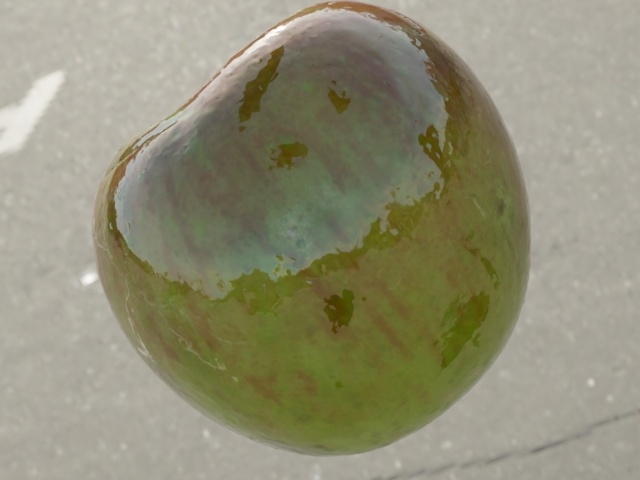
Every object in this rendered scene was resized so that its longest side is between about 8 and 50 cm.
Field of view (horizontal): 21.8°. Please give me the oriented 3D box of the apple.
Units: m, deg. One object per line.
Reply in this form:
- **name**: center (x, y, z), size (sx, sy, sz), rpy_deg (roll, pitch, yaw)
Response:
- **apple**: center (0.000, 0.000, 0.733), size (0.196, 0.196, 0.196), rpy_deg (-17, 28, 10)
